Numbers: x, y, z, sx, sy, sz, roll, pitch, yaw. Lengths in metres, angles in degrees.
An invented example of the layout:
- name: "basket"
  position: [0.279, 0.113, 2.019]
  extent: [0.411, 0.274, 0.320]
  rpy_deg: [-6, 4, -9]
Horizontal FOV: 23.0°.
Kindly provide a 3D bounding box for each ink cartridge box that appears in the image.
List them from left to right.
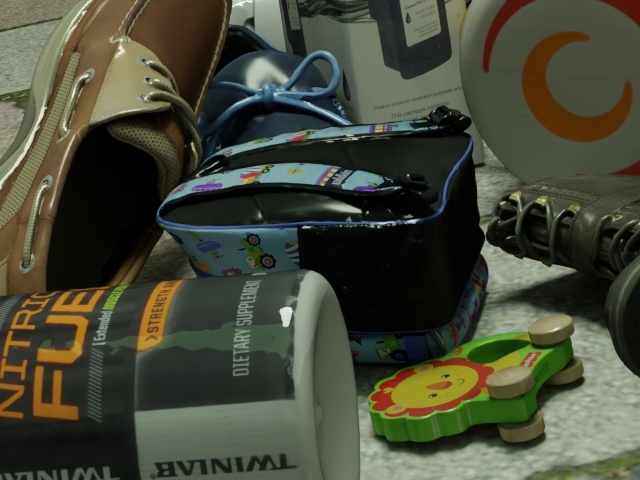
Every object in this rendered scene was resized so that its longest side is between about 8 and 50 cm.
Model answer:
- name: "ink cartridge box"
  position: [0.036, -0.179, 1.191]
  extent: [0.100, 0.237, 0.172]
  rpy_deg: [-15, 21, -15]

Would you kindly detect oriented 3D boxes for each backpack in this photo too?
- name: "backpack"
  position: [0.000, 0.000, 0.905]
  extent: [0.173, 0.117, 0.158]
  rpy_deg: [-3, 22, 15]

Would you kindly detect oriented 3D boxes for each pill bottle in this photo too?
- name: "pill bottle"
  position: [-0.112, 0.087, 0.706]
  extent: [0.245, 0.131, 0.130]
  rpy_deg: [-6, 21, 10]

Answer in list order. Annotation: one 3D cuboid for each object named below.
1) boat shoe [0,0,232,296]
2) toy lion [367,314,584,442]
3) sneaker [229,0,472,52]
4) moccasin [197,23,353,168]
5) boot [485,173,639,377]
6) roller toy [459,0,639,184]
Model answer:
- name: "boat shoe"
  position: [-0.123, -0.054, 0.977]
  extent: [0.116, 0.123, 0.324]
  rpy_deg: [-4, 51, 40]
- name: "toy lion"
  position: [0.076, 0.074, 0.808]
  extent: [0.096, 0.034, 0.100]
  rpy_deg: [-6, 19, 31]
- name: "sneaker"
  position: [0.011, -0.190, 1.371]
  extent: [0.365, 0.137, 0.210]
  rpy_deg: [-12, 18, -18]
- name: "moccasin"
  position: [-0.050, -0.082, 1.141]
  extent: [0.137, 0.117, 0.342]
  rpy_deg: [-15, 21, -16]
- name: "boot"
  position: [0.176, 0.011, 0.846]
  extent: [0.263, 0.091, 0.229]
  rpy_deg: [-7, 14, -40]
- name: "roller toy"
  position: [0.202, -0.126, 1.052]
  extent: [0.209, 0.191, 0.146]
  rpy_deg: [-40, -1, 40]
